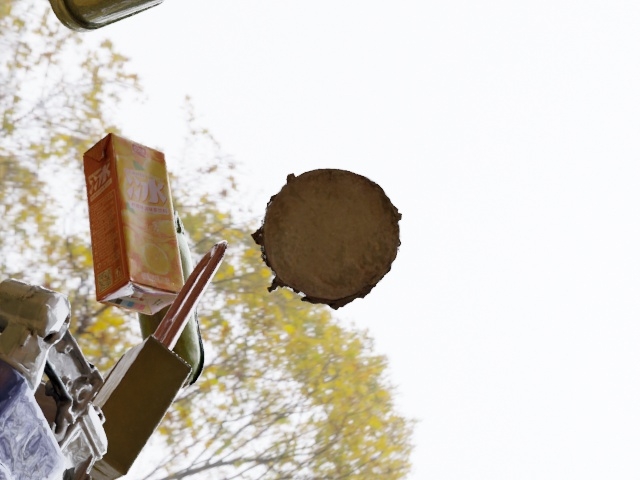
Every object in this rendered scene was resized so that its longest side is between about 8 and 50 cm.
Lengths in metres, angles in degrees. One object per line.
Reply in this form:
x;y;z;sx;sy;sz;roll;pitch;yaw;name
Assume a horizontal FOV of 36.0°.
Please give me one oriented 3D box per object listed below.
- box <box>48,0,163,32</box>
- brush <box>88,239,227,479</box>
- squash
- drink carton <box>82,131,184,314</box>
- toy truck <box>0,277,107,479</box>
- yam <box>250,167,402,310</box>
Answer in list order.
-0.181;-0.425;1.019;0.344;0.177;0.352;-2;-65;43;box
-0.129;0.089;0.789;0.047;0.233;0.103;38;-37;-12;brush
-0.237;0.084;1.509;0.094;0.094;0.341;-28;-131;19;squash
-0.244;-0.022;1.273;0.071;0.096;0.223;-31;-123;32;drink carton
-0.199;0.131;0.552;0.161;0.213;0.177;19;-127;19;toy truck
0.001;-0.002;0.939;0.131;0.280;0.131;0;-91;-3;yam
